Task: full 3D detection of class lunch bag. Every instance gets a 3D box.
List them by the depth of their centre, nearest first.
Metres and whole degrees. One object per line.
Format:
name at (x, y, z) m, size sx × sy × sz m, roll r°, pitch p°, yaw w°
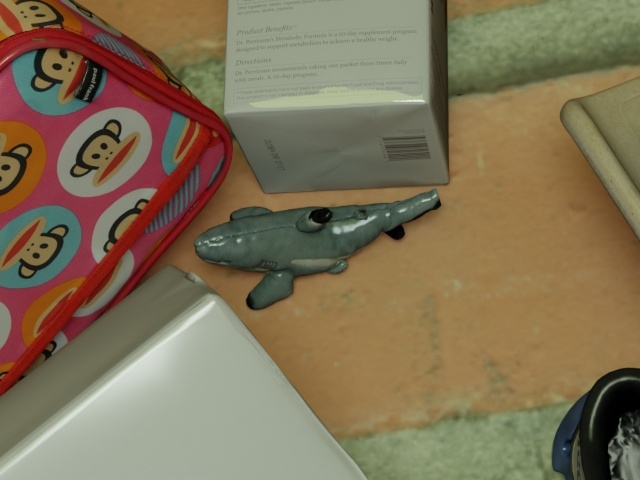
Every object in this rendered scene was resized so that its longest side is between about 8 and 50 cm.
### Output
lunch bag at (-0.202, -0.007, 1.009) m, size 0.293 × 0.258 × 0.120 m, roll -50°, pitch 56°, yaw 10°

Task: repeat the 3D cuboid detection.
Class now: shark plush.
shark plush at (0.000, 0.000, 1.068) m, size 0.161 × 0.067 × 0.073 m, roll -2°, pitch 69°, yaw 8°

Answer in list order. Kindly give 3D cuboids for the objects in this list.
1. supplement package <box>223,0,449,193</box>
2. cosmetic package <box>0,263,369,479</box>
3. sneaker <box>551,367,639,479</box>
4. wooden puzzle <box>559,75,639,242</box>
supplement package at (0.016, -0.171, 1.093) m, size 0.133 × 0.139 × 0.244 m, roll -2°, pitch 70°, yaw 9°
cosmetic package at (-0.176, 0.191, 0.926) m, size 0.385 × 0.217 × 0.156 m, roll -37°, pitch 100°, yaw -5°
sneaker at (0.217, 0.201, 0.898) m, size 0.127 × 0.182 × 0.316 m, roll -26°, pitch 67°, yaw 2°
wooden puzzle at (0.362, -0.016, 0.953) m, size 0.347 × 0.080 × 0.322 m, roll -20°, pitch 66°, yaw -22°
